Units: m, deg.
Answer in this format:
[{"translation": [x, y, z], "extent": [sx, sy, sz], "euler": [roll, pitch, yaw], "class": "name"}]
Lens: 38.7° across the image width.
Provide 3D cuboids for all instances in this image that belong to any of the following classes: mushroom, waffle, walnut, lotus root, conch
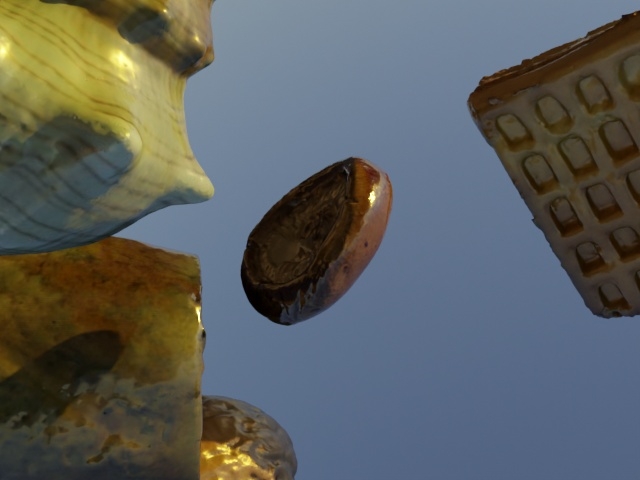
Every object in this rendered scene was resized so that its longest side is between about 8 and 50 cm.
[{"translation": [0.000, 0.000, 0.590], "extent": [0.123, 0.052, 0.123], "euler": [-40, -152, 26], "class": "mushroom"}, {"translation": [0.329, -0.074, 0.986], "extent": [0.224, 0.327, 0.098], "euler": [-24, -157, 30], "class": "waffle"}, {"translation": [-0.119, 0.259, 0.950], "extent": [0.213, 0.213, 0.213], "euler": [-25, -150, 16], "class": "walnut"}, {"translation": [-0.260, 0.101, 0.726], "extent": [0.346, 0.250, 0.250], "euler": [8, -148, -8], "class": "lotus root"}, {"translation": [-0.099, -0.047, 0.346], "extent": [0.114, 0.137, 0.234], "euler": [25, -119, 8], "class": "conch"}]
